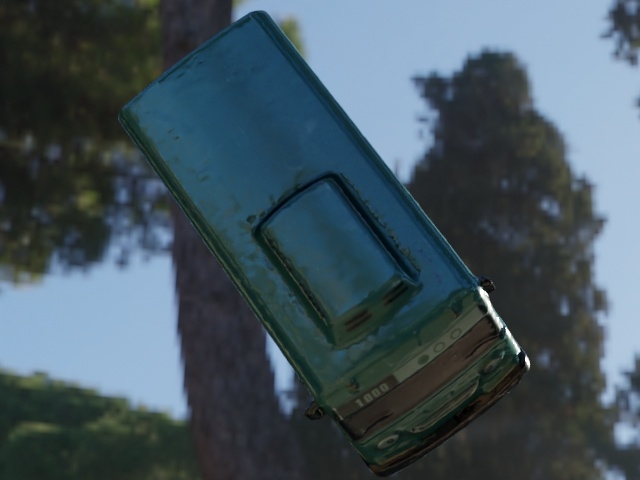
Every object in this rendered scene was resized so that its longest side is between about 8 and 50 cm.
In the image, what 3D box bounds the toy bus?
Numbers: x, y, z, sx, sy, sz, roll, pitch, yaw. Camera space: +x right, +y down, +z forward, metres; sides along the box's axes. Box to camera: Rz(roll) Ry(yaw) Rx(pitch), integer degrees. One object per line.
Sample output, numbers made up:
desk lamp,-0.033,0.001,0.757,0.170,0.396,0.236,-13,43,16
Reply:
toy bus,0.000,0.000,0.705,0.079,0.160,0.092,-36,-26,0
